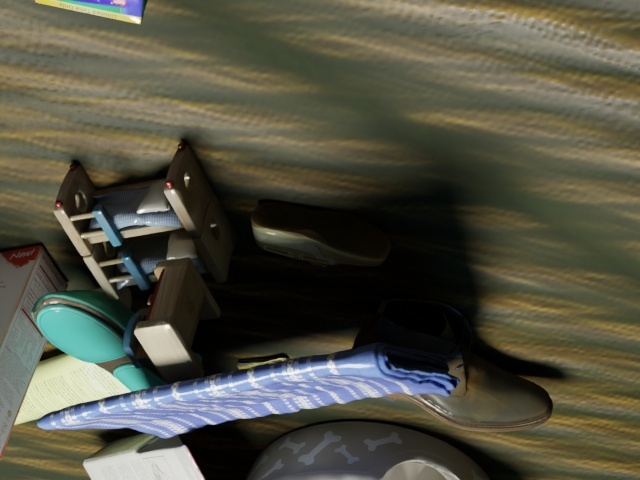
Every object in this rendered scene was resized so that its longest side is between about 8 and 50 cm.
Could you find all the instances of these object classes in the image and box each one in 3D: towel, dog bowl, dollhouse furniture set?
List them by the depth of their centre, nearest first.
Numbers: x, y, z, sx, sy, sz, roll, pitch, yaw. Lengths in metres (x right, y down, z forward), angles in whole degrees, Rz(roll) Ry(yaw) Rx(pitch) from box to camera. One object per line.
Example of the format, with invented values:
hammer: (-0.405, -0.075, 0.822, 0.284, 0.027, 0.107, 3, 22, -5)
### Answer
dollhouse furniture set: (-0.173, 0.024, 1.181, 0.129, 0.183, 0.129, -9, 132, 19)
towel: (-0.057, 0.149, 1.200, 0.336, 0.040, 0.243, -13, 167, 19)
towel: (-0.054, 0.158, 1.417, 0.060, 0.009, 0.083, -7, 133, 17)
dog bowl: (0.057, 0.344, 1.519, 0.349, 0.102, 0.348, 5, 135, 5)

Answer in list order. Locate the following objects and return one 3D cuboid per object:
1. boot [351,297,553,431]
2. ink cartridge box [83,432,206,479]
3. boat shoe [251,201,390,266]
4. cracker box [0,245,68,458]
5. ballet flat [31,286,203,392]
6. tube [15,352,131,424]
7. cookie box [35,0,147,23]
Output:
boot: (0.140, 0.127, 1.299, 0.219, 0.082, 0.106, 14, 138, 0)
ink cartridge box: (-0.124, 0.352, 1.436, 0.261, 0.066, 0.296, -21, 98, 52)
boat shoe: (0.000, 0.000, 1.225, 0.135, 0.050, 0.045, 16, 140, 9)
cracker box: (-0.362, 0.115, 1.274, 0.156, 0.232, 0.067, -10, 131, 19)
ballet flat: (-0.206, 0.098, 1.326, 0.083, 0.087, 0.247, -17, 139, 26)
tube: (-0.321, 0.171, 1.455, 0.240, 0.062, 0.070, -17, 173, 19)
cookie box: (-0.181, -0.235, 1.025, 0.092, 0.040, 0.107, 11, 136, -1)
